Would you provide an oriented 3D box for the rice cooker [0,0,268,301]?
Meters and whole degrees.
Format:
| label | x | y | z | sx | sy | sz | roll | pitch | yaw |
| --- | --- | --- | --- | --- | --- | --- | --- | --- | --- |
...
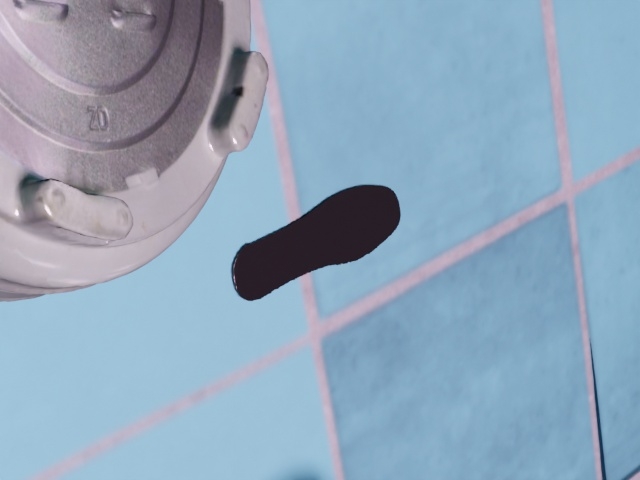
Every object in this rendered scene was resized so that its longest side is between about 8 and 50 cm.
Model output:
| label | x | y | z | sx | sy | sz | roll | pitch | yaw |
| --- | --- | --- | --- | --- | --- | --- | --- | --- | --- |
| rice cooker | -0.163 | -0.084 | 0.497 | 0.241 | 0.227 | 0.281 | -15 | 95 | -59 |

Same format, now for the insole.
| label | x | y | z | sx | sy | sz | roll | pitch | yaw |
| --- | --- | --- | --- | --- | --- | --- | --- | --- | --- |
| insole | 0.000 | 0.000 | 0.821 | 0.135 | 0.002 | 0.045 | -27 | 114 | -38 |
